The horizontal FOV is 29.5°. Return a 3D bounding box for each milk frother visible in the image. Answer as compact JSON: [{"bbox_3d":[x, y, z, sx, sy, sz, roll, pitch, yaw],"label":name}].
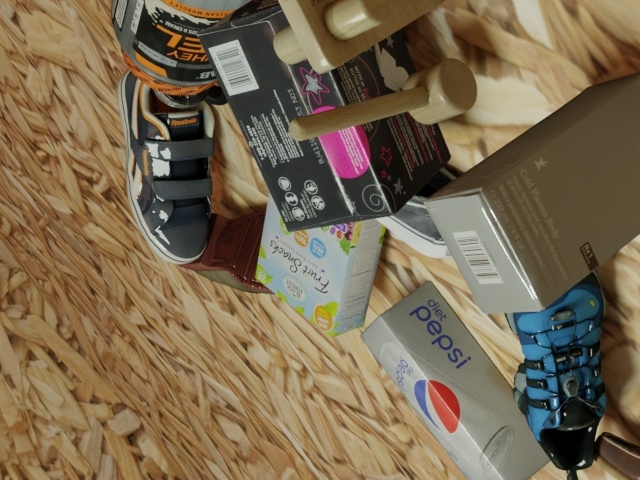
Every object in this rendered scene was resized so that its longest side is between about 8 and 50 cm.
[{"bbox_3d":[-0.199,-0.233,1.738,0.129,0.143,0.135,43,149,11],"label":"milk frother"}]

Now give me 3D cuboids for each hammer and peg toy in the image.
[{"bbox_3d":[0.041,-0.265,1.160,0.127,0.266,0.361,-16,105,44],"label":"hammer and peg toy"}]

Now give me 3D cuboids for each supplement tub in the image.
[{"bbox_3d":[-0.155,-0.321,1.510,0.194,0.193,0.316,53,155,9],"label":"supplement tub"}]

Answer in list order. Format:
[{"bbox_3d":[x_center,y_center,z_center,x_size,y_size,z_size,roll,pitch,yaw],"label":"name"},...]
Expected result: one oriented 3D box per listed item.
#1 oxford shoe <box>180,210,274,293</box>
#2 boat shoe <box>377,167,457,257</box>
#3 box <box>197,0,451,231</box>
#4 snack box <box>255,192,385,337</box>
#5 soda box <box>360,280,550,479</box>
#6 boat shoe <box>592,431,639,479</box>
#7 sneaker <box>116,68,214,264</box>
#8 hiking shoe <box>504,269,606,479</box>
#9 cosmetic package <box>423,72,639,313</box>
[{"bbox_3d":[-0.087,0.028,1.915,0.348,0.123,0.130,14,165,47],"label":"oxford shoe"},{"bbox_3d":[0.063,-0.092,1.487,0.301,0.108,0.102,36,147,32],"label":"boat shoe"},{"bbox_3d":[0.007,-0.155,1.322,0.163,0.142,0.247,-8,113,41],"label":"box"},{"bbox_3d":[0.000,0.000,1.669,0.174,0.070,0.207,35,127,38],"label":"snack box"},{"bbox_3d":[0.182,0.203,1.617,0.286,0.098,0.091,54,154,9],"label":"soda box"},{"bbox_3d":[0.398,0.264,1.354,0.207,0.073,0.073,30,106,38],"label":"boat shoe"},{"bbox_3d":[-0.229,-0.126,1.865,0.127,0.126,0.321,-17,87,51],"label":"sneaker"},{"bbox_3d":[0.275,0.136,1.332,0.304,0.113,0.132,74,178,-48],"label":"hiking shoe"},{"bbox_3d":[0.226,-0.045,1.108,0.127,0.238,0.107,59,157,-10],"label":"cosmetic package"}]
